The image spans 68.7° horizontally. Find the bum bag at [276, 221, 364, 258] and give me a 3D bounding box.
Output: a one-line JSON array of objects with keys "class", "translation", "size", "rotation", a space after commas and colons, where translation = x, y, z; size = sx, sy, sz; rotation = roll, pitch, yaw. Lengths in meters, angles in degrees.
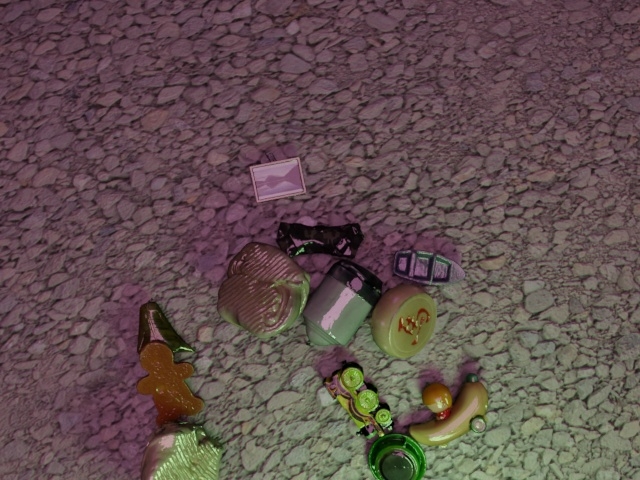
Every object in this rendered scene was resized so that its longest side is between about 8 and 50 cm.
[{"class": "bum bag", "translation": [0.000, 0.000, 1.792], "size": [0.340, 0.095, 0.144], "rotation": [1, 75, -9]}]

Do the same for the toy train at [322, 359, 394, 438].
[{"class": "toy train", "translation": [0.141, 0.585, 1.710], "size": [0.160, 0.100, 0.296], "rotation": [-36, 85, 0]}]

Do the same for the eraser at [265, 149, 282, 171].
[{"class": "eraser", "translation": [-0.187, -0.316, 1.866], "size": [0.027, 0.019, 0.099], "rotation": [-31, 85, -6]}]

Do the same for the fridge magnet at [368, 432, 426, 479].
[{"class": "fridge magnet", "translation": [0.275, 0.795, 1.680], "size": [0.208, 0.088, 0.208], "rotation": [1, 95, 10]}]

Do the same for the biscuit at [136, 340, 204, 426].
[{"class": "biscuit", "translation": [-0.545, 0.504, 1.678], "size": [0.205, 0.049, 0.324], "rotation": [-24, 105, -7]}]

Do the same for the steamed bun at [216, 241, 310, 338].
[{"class": "steamed bun", "translation": [-0.184, 0.185, 1.677], "size": [0.324, 0.219, 0.310], "rotation": [19, 77, 26]}]

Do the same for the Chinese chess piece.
[{"class": "Chinese chess piece", "translation": [0.303, 0.292, 1.692], "size": [0.273, 0.102, 0.273], "rotation": [-11, 110, -33]}]

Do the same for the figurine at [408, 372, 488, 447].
[{"class": "figurine", "translation": [0.462, 0.618, 1.708], "size": [0.324, 0.124, 0.222], "rotation": [-28, 84, -2]}]

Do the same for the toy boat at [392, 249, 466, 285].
[{"class": "toy boat", "translation": [0.416, 0.108, 1.802], "size": [0.282, 0.078, 0.127], "rotation": [11, 80, -1]}]

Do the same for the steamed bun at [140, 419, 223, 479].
[{"class": "steamed bun", "translation": [-0.498, 0.766, 1.593], "size": [0.268, 0.207, 0.280], "rotation": [33, 56, -36]}]

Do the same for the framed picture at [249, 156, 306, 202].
[{"class": "framed picture", "translation": [-0.167, -0.239, 1.846], "size": [0.203, 0.015, 0.150], "rotation": [-11, 92, -4]}]

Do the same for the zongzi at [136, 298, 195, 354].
[{"class": "zongzi", "translation": [-0.560, 0.314, 1.719], "size": [0.204, 0.094, 0.205], "rotation": [1, 82, -7]}]

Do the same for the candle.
[{"class": "candle", "translation": [0.060, 0.248, 1.693], "size": [0.221, 0.221, 0.343], "rotation": [35, 81, 3]}]
